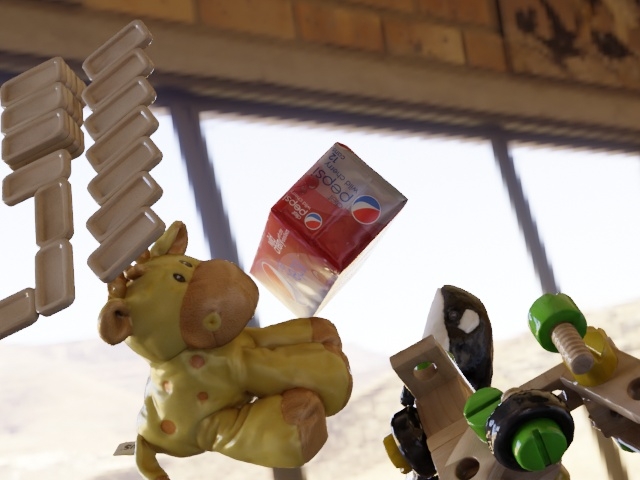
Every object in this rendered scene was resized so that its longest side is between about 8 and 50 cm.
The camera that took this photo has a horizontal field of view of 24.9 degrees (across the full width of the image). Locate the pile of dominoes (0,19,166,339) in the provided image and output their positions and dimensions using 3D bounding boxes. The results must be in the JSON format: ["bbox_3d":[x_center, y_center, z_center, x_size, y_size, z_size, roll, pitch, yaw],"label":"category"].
[{"bbox_3d":[-0.193,-0.035,1.062,0.196,0.251,0.040,-24,-42,15],"label":"pile of dominoes"}]

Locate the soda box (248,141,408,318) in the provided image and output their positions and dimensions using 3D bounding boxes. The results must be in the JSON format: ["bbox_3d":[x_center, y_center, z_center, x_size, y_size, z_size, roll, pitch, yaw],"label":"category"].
[{"bbox_3d":[0.000,0.000,1.326,0.092,0.083,0.263,-46,-5,-15],"label":"soda box"}]

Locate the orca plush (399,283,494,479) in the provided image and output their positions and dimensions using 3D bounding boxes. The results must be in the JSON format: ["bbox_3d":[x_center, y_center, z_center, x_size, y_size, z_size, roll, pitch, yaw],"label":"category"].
[{"bbox_3d":[0.142,0.191,1.456,0.102,0.287,0.151,7,-26,23],"label":"orca plush"}]

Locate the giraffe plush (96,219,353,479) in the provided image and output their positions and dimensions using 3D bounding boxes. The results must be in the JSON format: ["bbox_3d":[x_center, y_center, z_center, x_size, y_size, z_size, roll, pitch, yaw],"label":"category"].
[{"bbox_3d":[-0.094,0.078,1.146,0.210,0.170,0.181,-18,26,1],"label":"giraffe plush"}]

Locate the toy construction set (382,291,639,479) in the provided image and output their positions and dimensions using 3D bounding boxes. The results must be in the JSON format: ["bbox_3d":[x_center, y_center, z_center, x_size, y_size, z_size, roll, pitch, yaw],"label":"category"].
[{"bbox_3d":[0.191,0.153,1.097,0.308,0.257,0.237,23,22,-27],"label":"toy construction set"}]
